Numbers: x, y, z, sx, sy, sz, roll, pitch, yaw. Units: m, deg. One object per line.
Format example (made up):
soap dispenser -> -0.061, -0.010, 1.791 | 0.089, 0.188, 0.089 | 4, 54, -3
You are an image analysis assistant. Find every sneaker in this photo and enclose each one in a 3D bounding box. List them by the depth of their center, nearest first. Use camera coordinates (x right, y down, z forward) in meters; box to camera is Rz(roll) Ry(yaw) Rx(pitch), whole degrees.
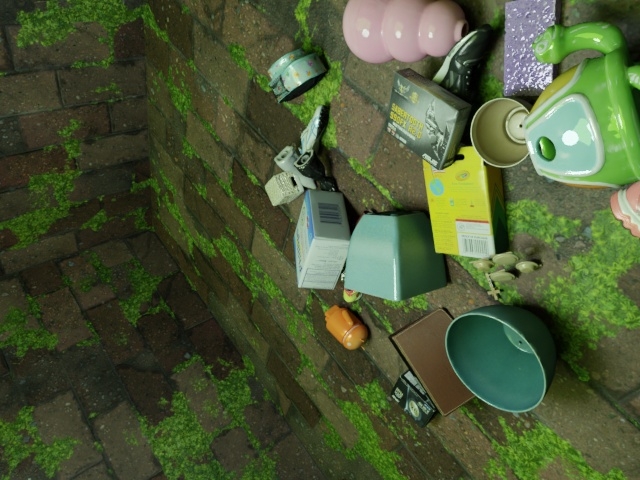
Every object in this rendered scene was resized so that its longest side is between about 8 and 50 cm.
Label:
sneaker -> 0.732, -0.006, 0.885 | 0.313, 0.116, 0.136 | 54, 142, 18
sneaker -> 0.369, -0.411, 1.153 | 0.124, 0.107, 0.283 | 54, 154, 10
sneaker -> -0.032, -0.407, 1.684 | 0.086, 0.085, 0.237 | 31, 139, 7
sneaker -> 0.126, 0.191, 1.827 | 0.081, 0.094, 0.208 | 48, 143, 22

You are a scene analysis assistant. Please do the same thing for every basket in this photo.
basket -> -0.158, -0.223, 1.930 | 0.113, 0.103, 0.167 | 66, 157, 1

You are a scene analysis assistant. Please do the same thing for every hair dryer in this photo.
hair dryer -> 0.144, 0.033, 1.637 | 0.223, 0.080, 0.293 | -149, 71, -85

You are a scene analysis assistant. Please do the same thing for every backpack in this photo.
backpack -> -0.079, -0.584, 1.577 | 0.188, 0.166, 0.144 | -4, 116, 51

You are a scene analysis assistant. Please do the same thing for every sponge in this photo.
sponge -> 0.482, -0.441, 1.033 | 0.117, 0.031, 0.210 | 18, 124, 48

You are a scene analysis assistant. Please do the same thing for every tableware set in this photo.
tableware set -> 0.501, 0.072, 1.229 | 0.141, 0.169, 0.020 | -28, 45, 51

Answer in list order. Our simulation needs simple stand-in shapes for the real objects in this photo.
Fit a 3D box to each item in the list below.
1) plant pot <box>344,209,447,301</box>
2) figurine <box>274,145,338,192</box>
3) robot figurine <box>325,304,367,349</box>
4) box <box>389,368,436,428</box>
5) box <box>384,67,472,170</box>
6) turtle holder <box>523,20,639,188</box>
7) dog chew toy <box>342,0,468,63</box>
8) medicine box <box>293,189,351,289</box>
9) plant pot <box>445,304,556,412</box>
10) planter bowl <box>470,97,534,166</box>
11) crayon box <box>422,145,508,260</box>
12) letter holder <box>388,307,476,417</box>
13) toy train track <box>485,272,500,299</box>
plant pot -> 0.240, 0.031, 1.466 | 0.247, 0.248, 0.252 | 9, 105, 51
figurine -> -0.050, -0.261, 1.757 | 0.215, 0.092, 0.209 | 22, 163, 47
robot figurine -> 0.112, 0.374, 1.925 | 0.219, 0.128, 0.158 | 42, 115, 31
box -> 0.376, 0.613, 1.759 | 0.180, 0.078, 0.147 | 44, 140, 29
box -> 0.277, -0.324, 1.204 | 0.231, 0.056, 0.183 | 47, 150, 32
turtle holder -> 0.520, -0.246, 0.873 | 0.228, 0.243, 0.320 | -14, 126, 42
dog chew toy -> 0.221, -0.560, 1.173 | 0.332, 0.207, 0.206 | 25, 129, 34
medicine box -> 0.000, 0.000, 1.736 | 0.289, 0.149, 0.263 | 109, 160, -45
plant pot -> 0.530, 0.297, 1.261 | 0.290, 0.196, 0.290 | 31, 132, 41
planter bowl -> 0.465, -0.268, 1.089 | 0.162, 0.109, 0.162 | 31, 132, 41
crayon box -> 0.410, -0.113, 1.280 | 0.202, 0.081, 0.318 | 10, 118, 50
letter holder -> 0.410, 0.405, 1.554 | 0.301, 0.215, 0.152 | 57, 177, 11
toy train track -> 0.515, 0.136, 1.348 | 0.048, 0.014, 0.083 | -30, 79, 63
